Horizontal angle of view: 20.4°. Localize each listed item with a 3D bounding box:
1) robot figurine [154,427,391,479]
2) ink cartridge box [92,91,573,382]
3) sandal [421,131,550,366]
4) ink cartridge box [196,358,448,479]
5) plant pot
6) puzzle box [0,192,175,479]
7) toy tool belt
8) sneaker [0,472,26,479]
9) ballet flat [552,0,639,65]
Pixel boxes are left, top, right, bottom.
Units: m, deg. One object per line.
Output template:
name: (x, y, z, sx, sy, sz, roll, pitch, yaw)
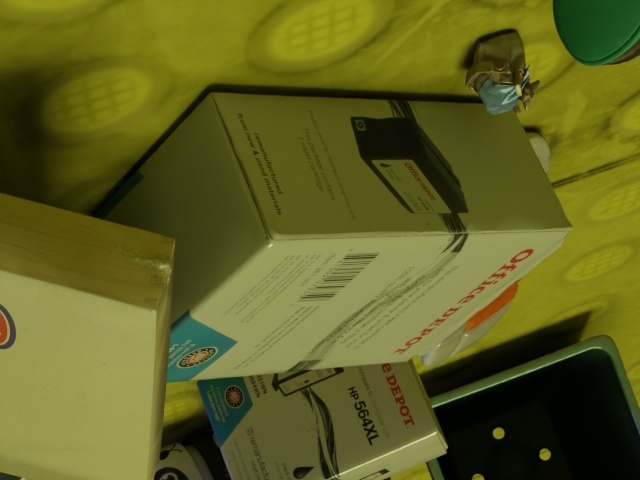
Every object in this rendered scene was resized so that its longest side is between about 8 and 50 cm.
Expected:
robot figurine: (-0.065, 0.269, 1.876, 0.278, 0.174, 0.209, -14, 153, -20)
ink cartridge box: (0.000, 0.000, 1.355, 0.307, 0.129, 0.223, -1, 150, -41)
sandal: (0.133, -0.004, 1.567, 0.102, 0.076, 0.265, -24, 143, -38)
ink cartridge box: (0.003, 0.171, 1.735, 0.203, 0.148, 0.086, -24, 157, 2)
plant pot: (0.247, 0.269, 2.095, 0.247, 0.248, 0.252, -20, 176, -5)
puzzle box: (-0.237, 0.071, 1.213, 0.272, 0.052, 0.409, 15, 154, 0)
toy tool belt: (0.136, -0.114, 1.322, 0.052, 0.051, 0.083, -20, 159, -6)
sneaker: (-0.364, 0.245, 1.607, 0.319, 0.112, 0.131, -33, 153, 29)
ballet flat: (0.219, -0.206, 1.140, 0.096, 0.095, 0.280, -30, 160, -14)
